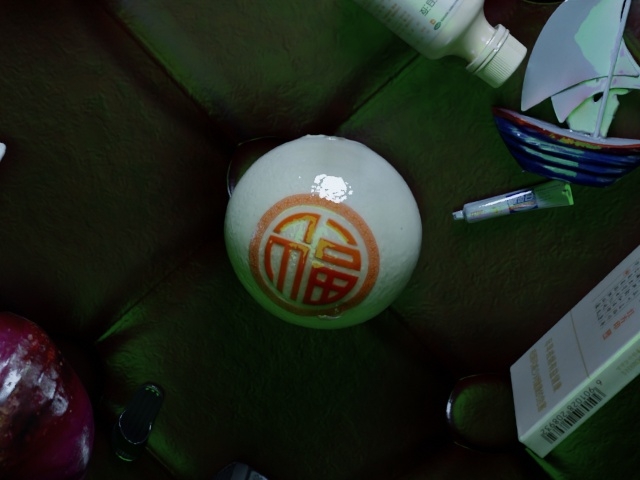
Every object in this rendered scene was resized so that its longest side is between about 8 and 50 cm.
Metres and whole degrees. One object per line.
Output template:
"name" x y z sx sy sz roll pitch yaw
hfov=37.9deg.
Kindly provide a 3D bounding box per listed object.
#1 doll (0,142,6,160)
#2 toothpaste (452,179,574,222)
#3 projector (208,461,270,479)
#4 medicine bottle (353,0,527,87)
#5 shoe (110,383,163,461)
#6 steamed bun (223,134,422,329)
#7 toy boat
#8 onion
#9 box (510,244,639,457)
"doll" -0.678 -0.123 1.364 0.422 0.161 0.348 0 105 -8
"toothpaste" 0.272 -0.053 1.328 0.169 0.028 0.045 -13 98 11
"projector" -0.143 0.640 1.544 0.395 0.242 0.405 -40 100 21
"medicine bottle" 0.150 -0.296 1.203 0.252 0.114 0.114 37 112 -7
"shoe" -0.308 0.309 1.540 0.062 0.053 0.159 25 110 -6
"steamed bun" 0.000 0.000 1.306 0.282 0.177 0.283 2 111 6
"toy boat" 0.332 -0.217 1.238 0.219 0.072 0.318 -11 106 9
"onion" -0.536 0.322 1.378 0.398 0.420 0.399 -1 120 -2
"box" 0.406 0.119 1.282 0.051 0.205 0.365 38 112 -7
